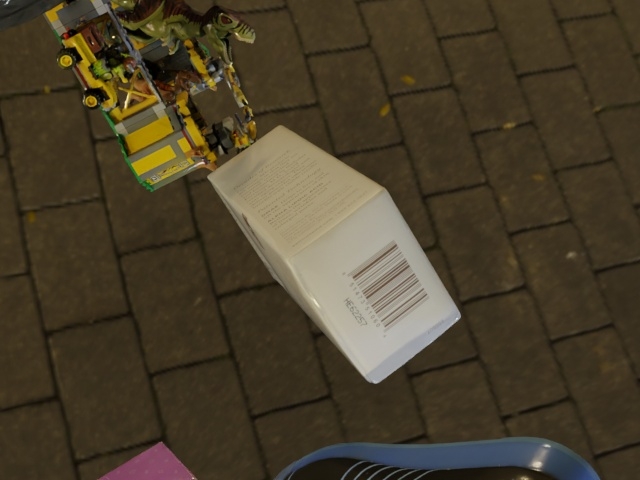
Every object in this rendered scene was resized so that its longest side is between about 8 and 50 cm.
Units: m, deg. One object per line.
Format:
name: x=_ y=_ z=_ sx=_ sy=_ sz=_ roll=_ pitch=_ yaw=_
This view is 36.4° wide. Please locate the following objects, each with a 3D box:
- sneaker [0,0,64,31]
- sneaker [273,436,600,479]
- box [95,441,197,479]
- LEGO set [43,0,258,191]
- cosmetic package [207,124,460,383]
sneaker: x=-0.270 y=-0.170 z=0.381 sx=0.384 sy=0.145 sz=0.147 roll=0 pitch=72 yaw=-30
sneaker: x=0.033 y=0.162 z=0.515 sx=0.081 sy=0.232 sz=0.090 roll=57 pitch=43 yaw=-11
box: x=-0.135 y=0.303 z=0.632 sx=0.200 sy=0.057 sz=0.293 roll=-28 pitch=119 yaw=-24
LEGO set: x=-0.112 y=-0.212 z=0.871 sx=0.192 sy=0.331 sz=0.255 roll=-25 pitch=108 yaw=6
cosmetic package: x=0.000 y=0.000 z=0.724 sx=0.085 sy=0.231 sz=0.117 roll=-36 pitch=114 yaw=-8
